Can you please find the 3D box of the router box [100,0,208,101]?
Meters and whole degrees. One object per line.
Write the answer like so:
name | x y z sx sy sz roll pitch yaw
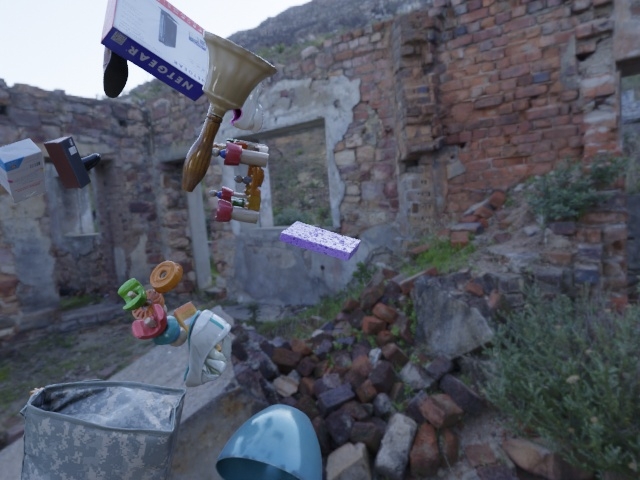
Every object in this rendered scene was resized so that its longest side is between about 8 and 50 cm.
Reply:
router box | -0.530 -0.675 1.384 0.082 0.301 0.335 -27 -32 32

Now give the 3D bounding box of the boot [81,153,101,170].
boot | -0.824 -0.279 1.411 0.045 0.099 0.121 31 72 37

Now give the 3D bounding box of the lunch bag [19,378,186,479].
lunch bag | -0.447 0.420 0.847 0.287 0.235 0.169 11 14 -10

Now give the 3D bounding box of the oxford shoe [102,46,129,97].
oxford shoe | -0.677 -0.570 1.361 0.076 0.212 0.076 10 1 36

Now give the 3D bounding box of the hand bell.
hand bell | -0.177 -0.192 0.680 0.126 0.242 0.126 25 13 -6

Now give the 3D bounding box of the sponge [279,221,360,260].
sponge | 0.000 0.000 1.196 0.210 0.031 0.117 17 23 16

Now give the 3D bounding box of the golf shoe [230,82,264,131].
golf shoe | -0.316 -0.612 1.738 0.140 0.306 0.115 -8 10 -32

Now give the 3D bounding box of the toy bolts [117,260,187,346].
toy bolts | -0.456 0.202 1.236 0.218 0.158 0.228 -36 50 -1

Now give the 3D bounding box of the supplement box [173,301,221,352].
supplement box | -0.480 0.361 1.619 0.080 0.233 0.078 -30 -17 -34

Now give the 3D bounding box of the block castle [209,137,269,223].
block castle | -0.347 -0.253 1.684 0.213 0.303 0.453 9 13 -13

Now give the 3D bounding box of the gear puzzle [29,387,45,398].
gear puzzle | -0.852 0.592 1.452 0.339 0.044 0.175 27 1 6

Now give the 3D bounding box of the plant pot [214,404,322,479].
plant pot | -0.119 0.583 1.163 0.290 0.290 0.195 -2 38 21

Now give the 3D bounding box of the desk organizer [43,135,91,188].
desk organizer | -0.660 -0.202 1.086 0.050 0.130 0.047 -1 33 10

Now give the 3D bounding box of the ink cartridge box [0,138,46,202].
ink cartridge box | -0.895 -0.205 1.244 0.104 0.061 0.181 -40 -11 -43

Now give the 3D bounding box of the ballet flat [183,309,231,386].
ballet flat | -0.358 0.374 1.331 0.139 0.400 0.139 11 43 -10
